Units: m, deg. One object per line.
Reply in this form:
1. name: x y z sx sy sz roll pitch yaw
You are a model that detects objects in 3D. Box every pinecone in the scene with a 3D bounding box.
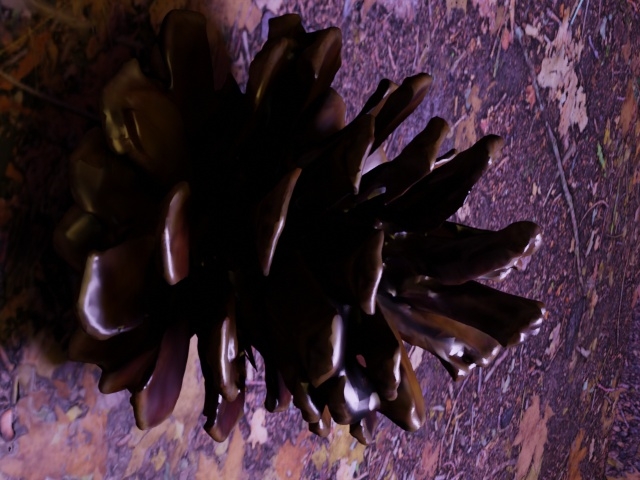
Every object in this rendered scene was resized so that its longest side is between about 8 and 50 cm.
1. pinecone: 0.000 0.000 0.930 0.384 0.384 0.384 -33 130 -50
